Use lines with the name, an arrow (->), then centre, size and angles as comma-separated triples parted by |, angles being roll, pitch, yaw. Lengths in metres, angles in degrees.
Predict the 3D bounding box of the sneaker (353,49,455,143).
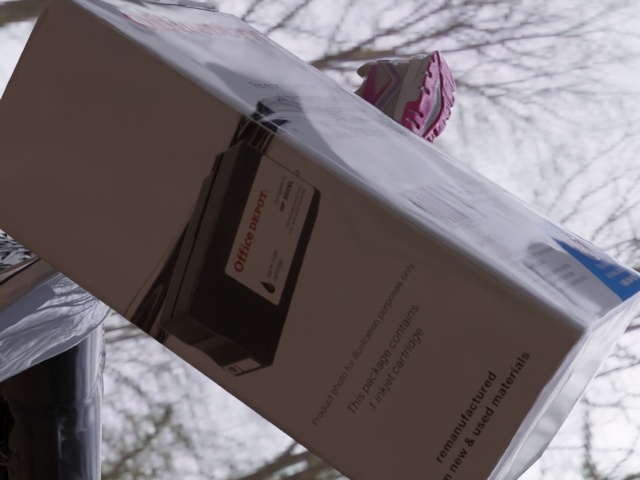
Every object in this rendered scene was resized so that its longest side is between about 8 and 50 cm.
sneaker -> 0.062, -0.099, 1.769 | 0.111, 0.103, 0.252 | 6, -120, 30

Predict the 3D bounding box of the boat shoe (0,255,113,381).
boat shoe -> -0.269, 0.065, 1.227 | 0.088, 0.267, 0.096 | 49, -9, 32

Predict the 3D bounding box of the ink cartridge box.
ink cartridge box -> 0.000, 0.000, 1.082 | 0.395, 0.285, 0.166 | 34, -76, 14

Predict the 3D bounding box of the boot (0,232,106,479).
boot -> -0.285, 0.222, 1.617 | 0.367, 0.146, 0.445 | -144, -129, -77
